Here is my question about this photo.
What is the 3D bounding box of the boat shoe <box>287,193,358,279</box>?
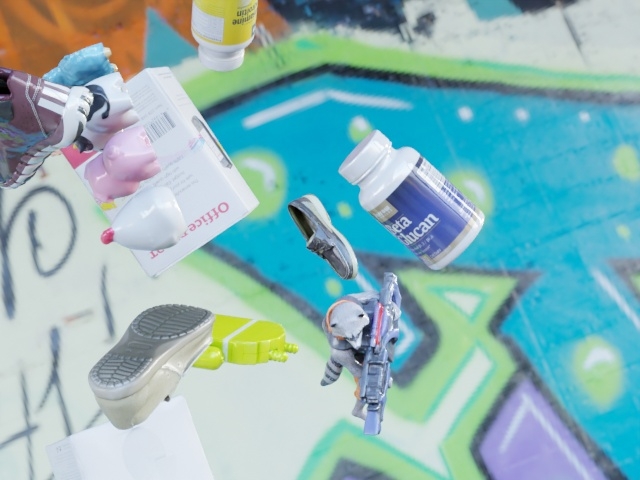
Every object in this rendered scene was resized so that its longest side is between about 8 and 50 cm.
[{"bbox_3d":[0.000,0.000,1.657,0.049,0.152,0.056,-18,-28,-35],"label":"boat shoe"}]

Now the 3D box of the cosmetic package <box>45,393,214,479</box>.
[{"bbox_3d":[-0.317,0.413,1.916,0.224,0.225,0.138,-16,-8,-36],"label":"cosmetic package"}]

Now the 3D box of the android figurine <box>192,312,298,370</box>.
[{"bbox_3d":[-0.178,0.180,2.025,0.273,0.056,0.248,8,11,13],"label":"android figurine"}]

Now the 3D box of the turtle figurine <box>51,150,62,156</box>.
[{"bbox_3d":[-0.432,-0.256,2.194,0.217,0.087,0.269,-15,25,-4],"label":"turtle figurine"}]

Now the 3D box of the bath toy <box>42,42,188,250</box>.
[{"bbox_3d":[-0.319,-0.127,1.712,0.129,0.348,0.151,-24,-21,-8],"label":"bath toy"}]

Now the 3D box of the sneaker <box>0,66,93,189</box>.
[{"bbox_3d":[-0.442,-0.170,1.541,0.162,0.106,0.281,25,-33,-30],"label":"sneaker"}]

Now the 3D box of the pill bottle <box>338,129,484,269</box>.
[{"bbox_3d":[0.106,-0.052,1.338,0.094,0.169,0.094,-47,8,9],"label":"pill bottle"}]

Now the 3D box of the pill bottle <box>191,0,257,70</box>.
[{"bbox_3d":[-0.152,-0.364,1.769,0.103,0.103,0.184,-18,-39,-25],"label":"pill bottle"}]

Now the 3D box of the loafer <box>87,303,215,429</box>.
[{"bbox_3d":[-0.231,0.169,1.535,0.102,0.092,0.268,13,26,21],"label":"loafer"}]

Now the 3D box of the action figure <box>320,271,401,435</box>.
[{"bbox_3d":[0.065,0.245,2.225,0.178,0.341,0.330,4,-35,10],"label":"action figure"}]

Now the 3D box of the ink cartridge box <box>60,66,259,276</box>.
[{"bbox_3d":[-0.288,-0.124,1.986,0.226,0.306,0.131,-33,6,12],"label":"ink cartridge box"}]
